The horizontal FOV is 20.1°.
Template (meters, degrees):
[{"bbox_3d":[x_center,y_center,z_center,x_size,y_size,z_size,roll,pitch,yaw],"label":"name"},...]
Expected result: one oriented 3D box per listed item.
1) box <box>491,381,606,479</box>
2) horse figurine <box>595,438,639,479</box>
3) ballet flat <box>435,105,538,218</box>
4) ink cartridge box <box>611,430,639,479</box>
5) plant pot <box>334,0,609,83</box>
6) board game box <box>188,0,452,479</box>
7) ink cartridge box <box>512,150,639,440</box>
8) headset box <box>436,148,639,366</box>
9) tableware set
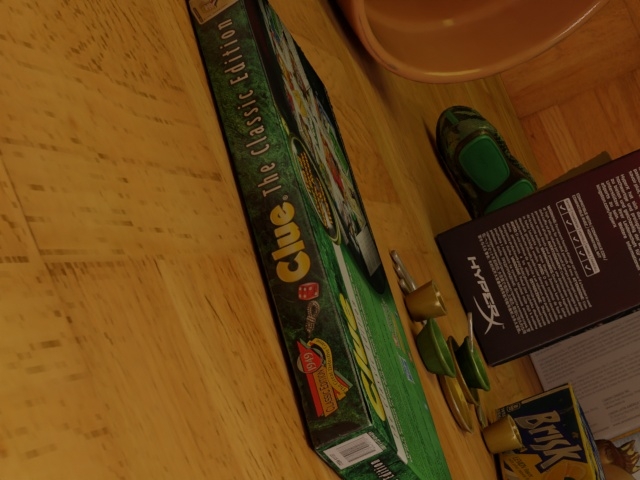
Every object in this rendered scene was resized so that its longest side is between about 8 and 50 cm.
[{"bbox_3d":[0.148,0.158,1.124,0.169,0.059,0.054,-90,157,-65],"label":"box"},{"bbox_3d":[0.241,0.250,1.391,0.174,0.066,0.263,64,11,-49],"label":"horse figurine"},{"bbox_3d":[0.152,-0.060,1.641,0.188,0.070,0.070,60,12,-51],"label":"ballet flat"},{"bbox_3d":[0.365,0.225,1.636,0.223,0.224,0.045,55,15,-46],"label":"ink cartridge box"},{"bbox_3d":[0.098,-0.290,1.342,0.203,0.291,0.291,53,1,33],"label":"plant pot"},{"bbox_3d":[0.000,0.000,0.801,0.136,0.030,0.260,56,14,-55],"label":"board game box"},{"bbox_3d":[0.248,0.053,1.570,0.056,0.181,0.225,-12,77,-40],"label":"ink cartridge box"},{"bbox_3d":[0.254,-0.010,1.386,0.218,0.293,0.110,3,64,-78],"label":"headset box"},{"bbox_3d":[0.088,0.077,1.094,0.154,0.024,0.104,57,14,-44],"label":"tableware set"}]
